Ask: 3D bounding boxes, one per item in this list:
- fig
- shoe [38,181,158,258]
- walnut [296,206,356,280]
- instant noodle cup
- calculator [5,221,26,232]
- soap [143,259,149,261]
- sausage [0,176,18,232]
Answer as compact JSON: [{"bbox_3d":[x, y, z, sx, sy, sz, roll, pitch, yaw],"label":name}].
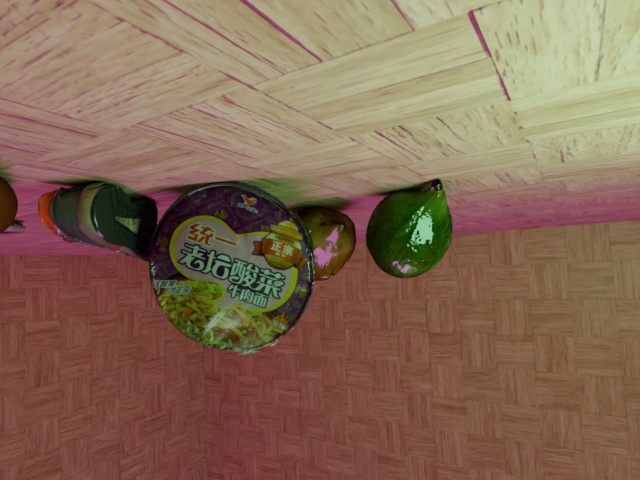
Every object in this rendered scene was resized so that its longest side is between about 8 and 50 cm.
[{"bbox_3d":[0.227,-0.037,0.965,0.203,0.203,0.235,-1,154,-27],"label":"fig"},{"bbox_3d":[-0.452,-0.035,0.874,0.171,0.132,0.336,2,174,-3],"label":"shoe"},{"bbox_3d":[0.000,0.000,1.184,0.209,0.208,0.336,-2,166,-15],"label":"walnut"},{"bbox_3d":[-0.159,0.044,0.946,0.340,0.339,0.266,-3,-175,7],"label":"instant noodle cup"},{"bbox_3d":[-0.902,-0.035,1.163,0.175,0.032,0.100,-2,176,-2],"label":"calculator"},{"bbox_3d":[-0.633,0.028,1.750,0.182,0.112,0.289,-5,175,-3],"label":"soap"},{"bbox_3d":[-0.496,-0.061,0.602,0.094,0.097,0.348,7,174,-21],"label":"sausage"}]
